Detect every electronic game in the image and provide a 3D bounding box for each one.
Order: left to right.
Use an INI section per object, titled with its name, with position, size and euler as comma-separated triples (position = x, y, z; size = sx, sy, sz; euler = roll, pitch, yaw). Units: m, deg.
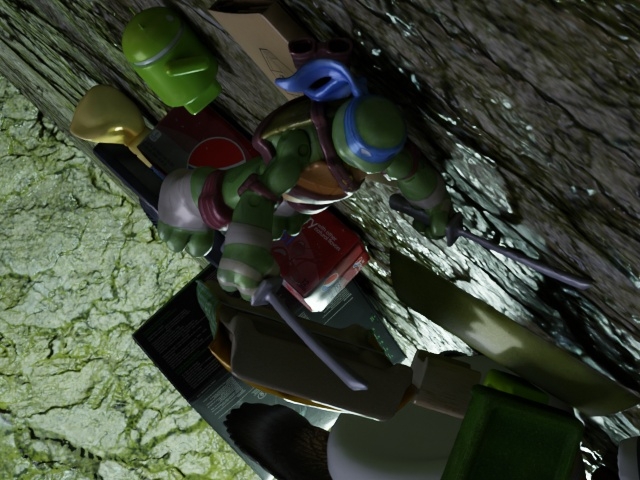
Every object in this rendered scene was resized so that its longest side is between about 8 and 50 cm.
[electronic game]
position = -0.167, -0.029, 2.037
size = 0.229, 0.048, 0.229
euler = 42, 178, 2

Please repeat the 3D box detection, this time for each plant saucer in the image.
[plant saucer]
position = 0.151, 0.082, 1.488
size = 0.241, 0.037, 0.241
euler = 32, -179, -1

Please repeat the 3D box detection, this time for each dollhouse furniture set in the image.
[dollhouse furniture set]
position = 0.030, 0.156, 1.450
size = 0.301, 0.151, 0.197
euler = 18, -176, -12

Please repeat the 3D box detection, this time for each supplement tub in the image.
[supplement tub]
position = 0.152, 0.305, 1.760
size = 0.241, 0.241, 0.331
euler = 30, 138, 60

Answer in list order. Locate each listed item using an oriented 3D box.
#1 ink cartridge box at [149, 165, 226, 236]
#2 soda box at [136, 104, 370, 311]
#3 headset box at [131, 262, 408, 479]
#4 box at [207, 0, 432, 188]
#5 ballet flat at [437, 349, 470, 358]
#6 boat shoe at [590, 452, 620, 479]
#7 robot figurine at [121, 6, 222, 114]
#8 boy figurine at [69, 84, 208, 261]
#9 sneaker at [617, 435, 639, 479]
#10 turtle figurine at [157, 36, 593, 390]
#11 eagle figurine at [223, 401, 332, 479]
[ink cartridge box]
position = -0.136, -0.066, 2.176
size = 0.122, 0.088, 0.052
euler = 43, 172, 7
[soda box]
position = -0.072, -0.042, 1.966
size = 0.263, 0.092, 0.083
euler = 42, 175, 17
[headset box]
position = -0.052, 0.135, 2.223
size = 0.131, 0.246, 0.283
euler = 45, 175, 35
[box]
position = 0.001, -0.118, 1.467
size = 0.201, 0.021, 0.164
euler = 46, 172, -18
[ballet flat]
position = 0.195, 0.188, 1.950
size = 0.213, 0.072, 0.068
euler = 35, 138, 36
[boat shoe]
position = 0.321, 0.322, 1.864
size = 0.111, 0.104, 0.307
euler = 40, 171, 36
[robot figurine]
position = -0.143, -0.174, 1.723
size = 0.115, 0.067, 0.101
euler = 49, -178, -33
[boy figurine]
position = -0.220, -0.094, 2.457
size = 0.285, 0.092, 0.177
euler = 44, 175, -27
[sneaker]
position = 0.362, 0.307, 1.585
size = 0.126, 0.127, 0.321
euler = -47, -64, -70
[turtle figurine]
position = 0.000, 0.000, 1.358
size = 0.274, 0.198, 0.266
euler = 50, 157, -17
[eagle figurine]
position = 0.055, 0.266, 2.035
size = 0.298, 0.225, 0.226
euler = -16, 87, 40
